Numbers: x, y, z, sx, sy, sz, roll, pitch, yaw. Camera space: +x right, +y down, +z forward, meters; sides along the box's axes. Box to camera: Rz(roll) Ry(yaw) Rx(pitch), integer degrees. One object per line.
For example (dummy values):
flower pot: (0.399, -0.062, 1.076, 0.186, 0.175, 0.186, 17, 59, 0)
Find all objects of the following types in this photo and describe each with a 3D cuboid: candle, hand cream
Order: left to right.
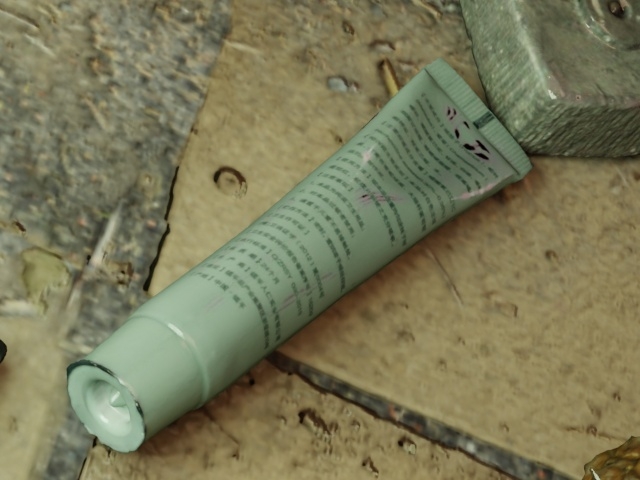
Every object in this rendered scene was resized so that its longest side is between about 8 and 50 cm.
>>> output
hand cream: (0.000, 0.000, 1.013, 0.085, 0.058, 0.331, 48, 52, 5)
candle: (0.158, -0.119, 1.164, 0.192, 0.068, 0.168, 36, 53, -1)

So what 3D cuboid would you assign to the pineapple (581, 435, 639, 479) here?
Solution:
pineapple: (0.134, 0.261, 0.875, 0.165, 0.165, 0.364, 34, 53, -7)

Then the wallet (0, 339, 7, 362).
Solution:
wallet: (-0.324, 0.000, 0.840, 0.377, 0.051, 0.197, 39, 49, -5)
